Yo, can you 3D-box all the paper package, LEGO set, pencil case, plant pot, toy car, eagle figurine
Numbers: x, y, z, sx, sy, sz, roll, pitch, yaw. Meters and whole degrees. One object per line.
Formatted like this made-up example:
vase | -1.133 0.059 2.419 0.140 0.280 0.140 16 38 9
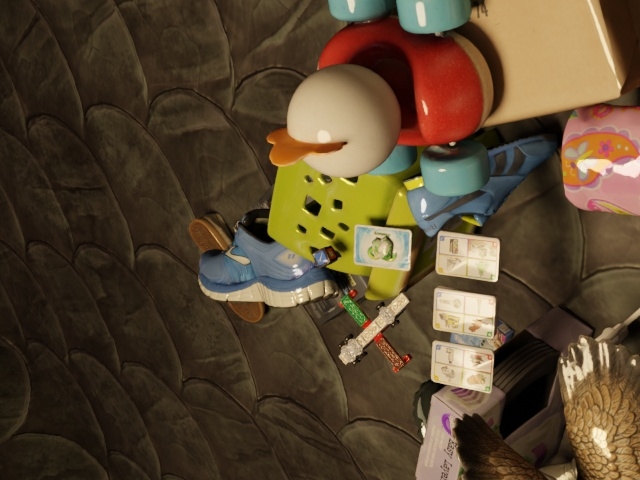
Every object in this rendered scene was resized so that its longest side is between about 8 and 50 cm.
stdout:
paper package | 0.202 -0.286 1.153 0.325 0.168 0.309 -4 109 57
LEGO set | 0.103 0.071 1.322 0.244 0.060 0.182 7 101 30
pencil case | 0.376 -0.079 1.070 0.284 0.124 0.124 5 117 44
plant pot | 0.090 -0.073 1.421 0.207 0.228 0.227 39 140 23
toy car | 0.031 -0.136 1.123 0.210 0.238 0.219 21 130 47
eagle figurine | 0.292 0.291 1.252 0.225 0.226 0.298 -3 129 25

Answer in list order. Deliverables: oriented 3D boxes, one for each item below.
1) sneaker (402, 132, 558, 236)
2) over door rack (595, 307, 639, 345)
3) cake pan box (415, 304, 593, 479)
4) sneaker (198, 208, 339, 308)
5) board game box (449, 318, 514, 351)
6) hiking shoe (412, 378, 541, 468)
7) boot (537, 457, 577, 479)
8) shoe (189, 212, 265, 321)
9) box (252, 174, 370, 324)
sneaker | 0.194 -0.065 1.282 0.069 0.209 0.082 -16 96 67
over door rack | 0.436 0.136 1.181 0.239 0.108 0.324 53 147 17
cake pan box | 0.230 0.234 1.416 0.070 0.246 0.266 35 138 31
sneaker | -0.088 0.021 1.743 0.330 0.130 0.147 -1 97 53
board game box | 0.226 0.136 1.560 0.090 0.020 0.090 39 142 33
hiking shoe | 0.254 0.322 1.601 0.132 0.113 0.304 -37 81 35
boot | 0.382 0.366 1.436 0.161 0.083 0.246 -30 112 33
shoe | -0.158 0.046 2.017 0.077 0.058 0.219 -29 92 38
box | 0.000 0.000 1.745 0.232 0.059 0.183 59 149 6
